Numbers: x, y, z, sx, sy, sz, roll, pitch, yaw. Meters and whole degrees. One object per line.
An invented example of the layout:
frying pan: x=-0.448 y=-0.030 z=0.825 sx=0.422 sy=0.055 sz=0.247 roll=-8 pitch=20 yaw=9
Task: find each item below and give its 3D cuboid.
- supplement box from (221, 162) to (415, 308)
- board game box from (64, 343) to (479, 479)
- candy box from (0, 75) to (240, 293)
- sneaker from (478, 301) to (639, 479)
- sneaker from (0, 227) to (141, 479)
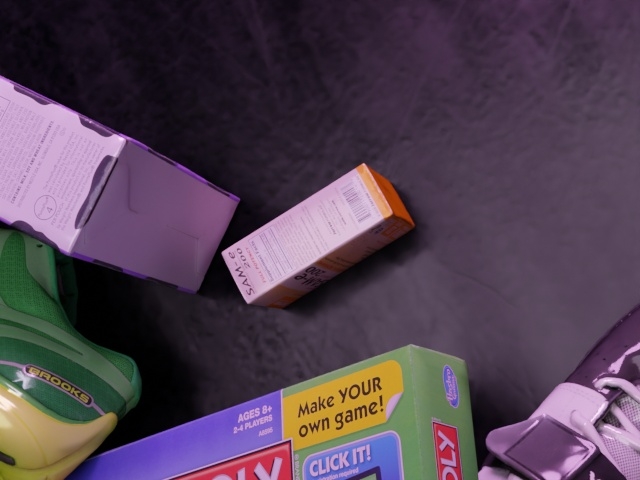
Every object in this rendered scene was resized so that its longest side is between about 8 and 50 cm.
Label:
supplement box: x=0.000 y=0.000 z=0.670 sx=0.098 sy=0.062 sz=0.036 roll=-32 pitch=76 yaw=12
board game box: x=-0.053 y=0.198 z=0.578 sx=0.317 sy=0.046 sz=0.213 roll=-25 pitch=59 yaw=37
candy box: x=-0.169 y=-0.048 z=0.675 sx=0.196 sy=0.165 sz=0.070 roll=25 pitch=89 yaw=19
sneaker: x=0.123 y=0.149 z=0.570 sx=0.122 sy=0.146 sz=0.330 roll=40 pitch=94 yaw=19
sneaker: x=-0.220 y=0.040 z=0.723 sx=0.123 sy=0.109 sz=0.295 roll=-28 pitch=54 yaw=-33
